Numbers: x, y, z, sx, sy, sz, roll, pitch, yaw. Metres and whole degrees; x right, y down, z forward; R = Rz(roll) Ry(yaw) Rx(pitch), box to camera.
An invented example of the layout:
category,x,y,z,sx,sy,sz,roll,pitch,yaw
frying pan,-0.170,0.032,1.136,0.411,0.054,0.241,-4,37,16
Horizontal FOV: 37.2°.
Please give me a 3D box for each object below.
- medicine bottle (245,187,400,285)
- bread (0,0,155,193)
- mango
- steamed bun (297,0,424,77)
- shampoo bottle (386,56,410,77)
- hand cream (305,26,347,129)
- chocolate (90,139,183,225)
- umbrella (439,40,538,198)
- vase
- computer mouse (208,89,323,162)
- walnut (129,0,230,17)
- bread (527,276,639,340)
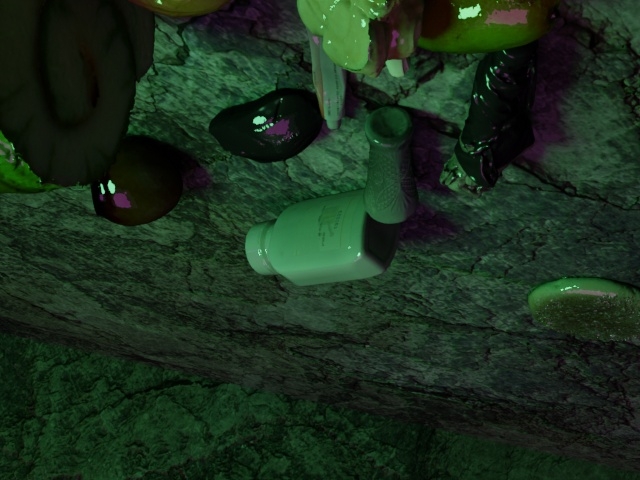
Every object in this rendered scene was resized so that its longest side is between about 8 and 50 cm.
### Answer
category,x,y,z,sx,sy,sz,roll,pitch,yaw
medicine bottle,0.000,0.000,1.746,0.296,0.161,0.111,-9,145,39
bread,-0.348,-0.245,1.184,0.129,0.382,0.366,5,109,23
mango,0.172,-0.283,1.122,0.233,0.111,0.125,15,124,44
steamed bun,0.054,-0.300,1.100,0.192,0.106,0.177,40,137,36
shampoo bottle,0.087,-0.277,1.251,0.034,0.049,0.141,4,152,25
hand cream,0.012,-0.237,1.400,0.052,0.038,0.216,-11,148,-3
chocolate,-0.335,-0.107,1.737,0.176,0.177,0.177,12,155,6
umbrella,0.246,-0.170,1.316,0.106,0.113,0.358,33,158,13
vase,0.111,-0.122,1.518,0.096,0.096,0.219,10,152,10
computer mouse,-0.087,-0.174,1.534,0.122,0.073,0.217,34,152,-32
walnut,-0.186,-0.349,1.125,0.206,0.159,0.159,25,154,-6
bread,0.543,0.144,1.902,0.267,0.040,0.267,12,156,5
